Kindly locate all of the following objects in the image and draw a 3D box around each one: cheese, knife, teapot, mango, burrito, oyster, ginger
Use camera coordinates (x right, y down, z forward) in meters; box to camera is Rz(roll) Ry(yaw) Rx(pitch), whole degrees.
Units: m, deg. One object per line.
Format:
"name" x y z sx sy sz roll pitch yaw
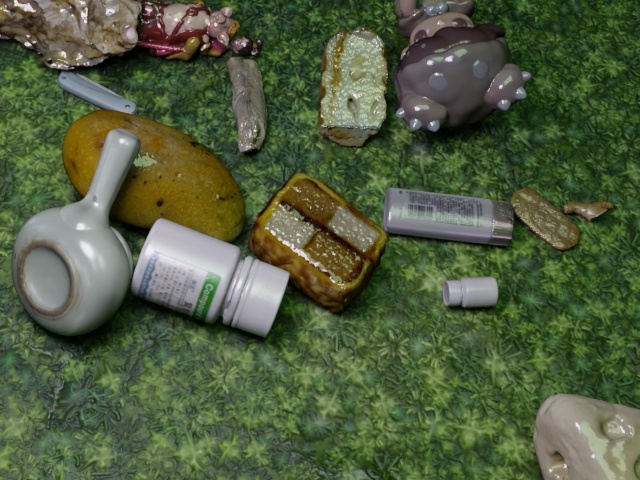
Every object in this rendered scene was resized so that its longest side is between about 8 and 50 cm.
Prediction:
"cheese" 0.430 0.355 1.665 0.248 0.173 0.251 35 68 10
"knife" -0.406 -0.268 1.963 0.162 0.023 0.044 26 57 6
"teapot" -0.357 0.003 1.687 0.220 0.318 0.149 51 29 11
"mango" -0.277 -0.110 1.820 0.329 0.175 0.176 16 103 0
"burrito" -0.134 -0.251 1.980 0.058 0.063 0.229 -27 52 22
"oyster" -0.464 -0.428 1.928 0.351 0.115 0.238 28 87 15
"ginger" 0.495 -0.052 1.974 0.097 0.030 0.048 -3 34 -13

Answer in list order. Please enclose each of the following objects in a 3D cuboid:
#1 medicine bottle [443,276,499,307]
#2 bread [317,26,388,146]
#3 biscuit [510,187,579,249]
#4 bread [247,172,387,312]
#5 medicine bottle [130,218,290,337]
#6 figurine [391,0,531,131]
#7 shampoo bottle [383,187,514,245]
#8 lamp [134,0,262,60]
"medicine bottle" 0.258 0.089 1.848 0.089 0.052 0.052 -2 62 -9
"bread" 0.062 -0.287 2.011 0.128 0.088 0.232 3 67 3
"biscuit" 0.408 -0.039 1.960 0.147 0.018 0.071 42 65 15
"bread" 0.000 0.000 1.829 0.222 0.096 0.181 37 59 10
"medicine bottle" -0.178 0.065 1.750 0.237 0.139 0.139 21 60 -5
"figurine" 0.229 -0.358 2.014 0.248 0.203 0.380 -15 53 1
"shampoo bottle" 0.228 -0.042 1.913 0.227 0.056 0.086 6 59 -5
"lamp" -0.234 -0.392 2.007 0.253 0.118 0.118 8 61 -3
